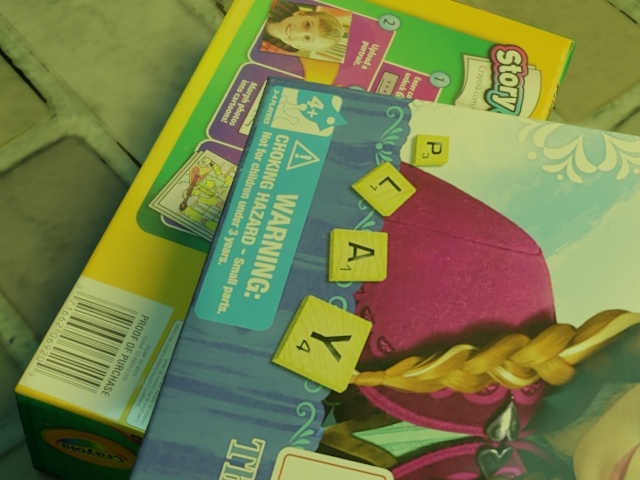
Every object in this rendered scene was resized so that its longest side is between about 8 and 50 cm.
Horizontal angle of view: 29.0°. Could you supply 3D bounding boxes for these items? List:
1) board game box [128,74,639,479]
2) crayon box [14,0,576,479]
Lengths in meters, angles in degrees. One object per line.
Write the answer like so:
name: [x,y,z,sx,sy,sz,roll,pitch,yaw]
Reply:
board game box: [0.091,0.116,0.396,0.318,0.066,0.318,11,67,14]
crayon box: [0.000,0.000,0.573,0.165,0.081,0.278,20,58,7]
